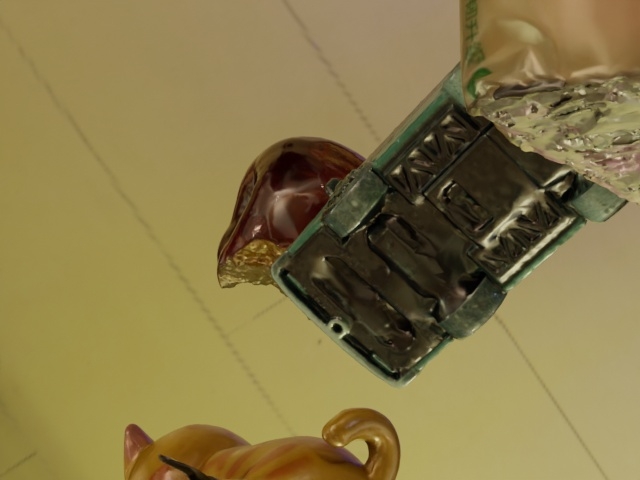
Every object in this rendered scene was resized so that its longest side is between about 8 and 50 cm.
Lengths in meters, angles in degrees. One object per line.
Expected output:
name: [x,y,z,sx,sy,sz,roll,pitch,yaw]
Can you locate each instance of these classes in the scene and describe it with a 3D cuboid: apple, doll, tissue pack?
apple: [0.006,-0.005,1.168,0.158,0.156,0.147,22,86,-9]
doll: [-0.060,0.236,1.207,0.269,0.162,0.167,-5,128,40]
tissue pack: [0.142,-0.155,0.658,0.123,0.215,0.257,-11,72,32]

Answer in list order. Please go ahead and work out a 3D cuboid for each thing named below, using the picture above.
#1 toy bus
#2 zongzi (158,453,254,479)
toy bus: [0.100,-0.041,0.870,0.128,0.147,0.256,43,123,-3]
zongzi: [0.051,0.144,0.435,0.197,0.194,0.099,13,76,33]
